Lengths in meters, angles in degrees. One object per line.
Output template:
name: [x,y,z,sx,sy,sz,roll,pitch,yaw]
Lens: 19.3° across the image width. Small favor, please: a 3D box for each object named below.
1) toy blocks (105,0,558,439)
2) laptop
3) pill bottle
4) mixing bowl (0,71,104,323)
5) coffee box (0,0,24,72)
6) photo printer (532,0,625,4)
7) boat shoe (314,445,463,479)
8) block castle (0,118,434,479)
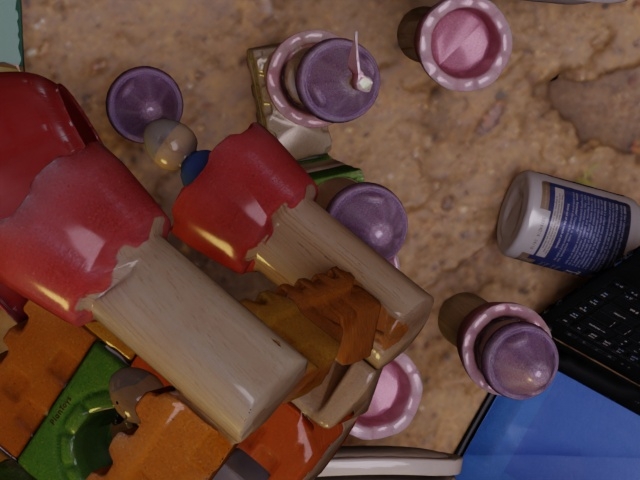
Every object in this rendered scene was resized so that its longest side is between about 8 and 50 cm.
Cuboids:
toy blocks: [0.000,0.000,1.256,0.309,0.260,0.289,-11,101,-9]
laptop: [0.256,0.148,1.391,0.234,0.264,0.137,29,56,-14]
pill bottle: [0.197,-0.006,1.392,0.120,0.067,0.067,15,96,-13]
mixing bowl: [-0.193,-0.044,1.247,0.098,0.181,0.181,-29,103,2]
coffee box: [-0.260,-0.189,1.288,0.113,0.040,0.184,-2,99,-11]
photo printer: [0.126,-0.288,1.269,0.307,0.107,0.256,2,112,-31]
boat shoe: [-0.060,0.196,1.300,0.324,0.116,0.097,-5,84,5]
block castle: [-0.162,0.144,1.085,0.213,0.303,0.453,39,109,13]
